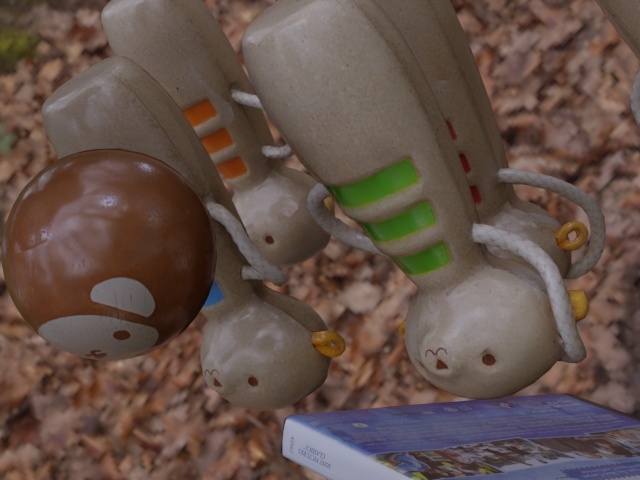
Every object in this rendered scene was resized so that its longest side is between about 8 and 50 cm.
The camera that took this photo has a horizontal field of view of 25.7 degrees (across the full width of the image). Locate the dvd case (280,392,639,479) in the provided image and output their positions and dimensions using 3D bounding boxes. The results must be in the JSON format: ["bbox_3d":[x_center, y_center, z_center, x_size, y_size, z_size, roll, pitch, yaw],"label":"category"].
[{"bbox_3d":[0.126,0.108,0.575,0.253,0.180,0.022,16,102,54],"label":"dvd case"}]

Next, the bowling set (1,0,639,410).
[{"bbox_3d":[0.000,0.000,0.427,0.287,0.154,0.200,-7,33,50],"label":"bowling set"}]
